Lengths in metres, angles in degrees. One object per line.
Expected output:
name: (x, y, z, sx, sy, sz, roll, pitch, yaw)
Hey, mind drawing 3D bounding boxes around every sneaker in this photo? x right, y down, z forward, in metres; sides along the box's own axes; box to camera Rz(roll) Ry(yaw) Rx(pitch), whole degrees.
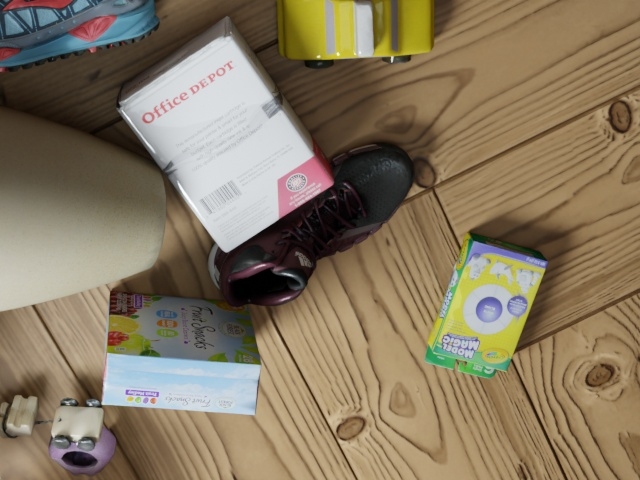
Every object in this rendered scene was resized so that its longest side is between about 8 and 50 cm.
sneaker: (0.000, 0.000, 1.608, 0.281, 0.162, 0.106, -34, 109, 5)
sneaker: (-0.314, -0.259, 1.509, 0.261, 0.104, 0.125, -17, 106, -22)

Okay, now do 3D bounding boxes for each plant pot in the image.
plant pot: (-0.320, -0.033, 1.530, 0.274, 0.256, 0.257, 2, 109, -24)

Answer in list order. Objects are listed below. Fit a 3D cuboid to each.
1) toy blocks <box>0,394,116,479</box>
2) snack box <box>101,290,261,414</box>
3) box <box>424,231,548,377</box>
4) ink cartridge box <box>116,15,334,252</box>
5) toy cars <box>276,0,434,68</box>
toy blocks: (-0.406, 0.384, 1.683, 0.288, 0.309, 0.260, 3, 141, 3)
snack box: (-0.164, 0.128, 1.606, 0.174, 0.207, 0.070, 6, 108, -8)
box: (0.205, 0.089, 1.731, 0.105, 0.043, 0.179, 15, 107, -12)
ink cartridge box: (-0.109, -0.123, 1.584, 0.158, 0.092, 0.218, -32, 113, 8)
toy cars: (-0.034, -0.307, 1.542, 0.393, 0.087, 0.176, 36, 100, -17)
